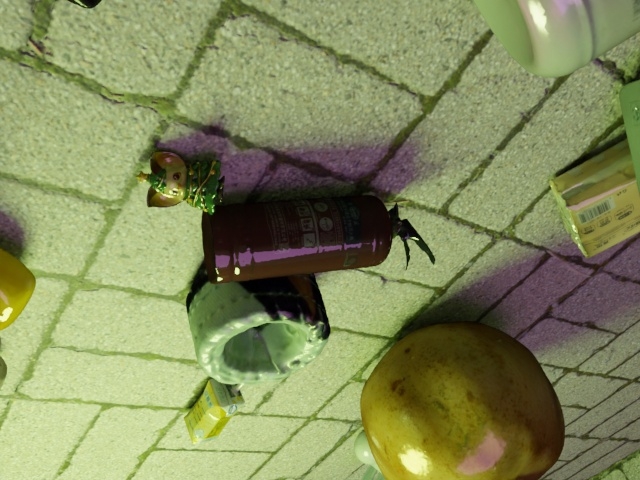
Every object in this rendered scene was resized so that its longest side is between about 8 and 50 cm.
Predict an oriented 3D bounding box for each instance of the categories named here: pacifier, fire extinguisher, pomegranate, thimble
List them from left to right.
[{"bbox_3d":[-0.101,0.132,1.011,0.237,0.150,0.237,-12,140,-10],"label":"thimble"},{"bbox_3d":[0.000,0.000,0.918,0.337,0.135,0.114,-6,153,-17],"label":"fire extinguisher"},{"bbox_3d":[0.183,0.583,1.623,0.233,0.244,0.299,45,137,-15],"label":"pacifier"},{"bbox_3d":[0.293,0.364,1.250,0.416,0.417,0.417,-11,139,-10],"label":"pomegranate"}]

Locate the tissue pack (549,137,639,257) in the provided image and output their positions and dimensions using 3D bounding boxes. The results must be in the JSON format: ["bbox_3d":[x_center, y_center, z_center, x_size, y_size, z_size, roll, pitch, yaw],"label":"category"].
[{"bbox_3d":[0.529,-0.087,1.069,0.222,0.090,0.186,-33,135,12],"label":"tissue pack"}]

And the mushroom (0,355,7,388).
[{"bbox_3d":[-0.569,0.261,0.943,0.088,0.212,0.097,19,153,22],"label":"mushroom"}]

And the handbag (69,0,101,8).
[{"bbox_3d":[-0.245,-0.331,0.494,0.247,0.080,0.223,19,126,-37],"label":"handbag"}]

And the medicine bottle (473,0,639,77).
[{"bbox_3d":[0.291,-0.330,0.585,0.302,0.241,0.241,-31,138,13],"label":"medicine bottle"}]

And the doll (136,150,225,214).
[{"bbox_3d":[-0.182,-0.081,0.827,0.113,0.077,0.078,13,109,5],"label":"doll"}]

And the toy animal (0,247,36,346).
[{"bbox_3d":[-0.553,0.135,0.755,0.345,0.247,0.277,-33,136,15],"label":"toy animal"}]

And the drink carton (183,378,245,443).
[{"bbox_3d":[-0.204,0.328,1.237,0.074,0.084,0.200,3,135,-39],"label":"drink carton"}]

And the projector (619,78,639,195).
[{"bbox_3d":[0.595,-0.167,0.919,0.250,0.198,0.108,-15,-177,-9],"label":"projector"}]
